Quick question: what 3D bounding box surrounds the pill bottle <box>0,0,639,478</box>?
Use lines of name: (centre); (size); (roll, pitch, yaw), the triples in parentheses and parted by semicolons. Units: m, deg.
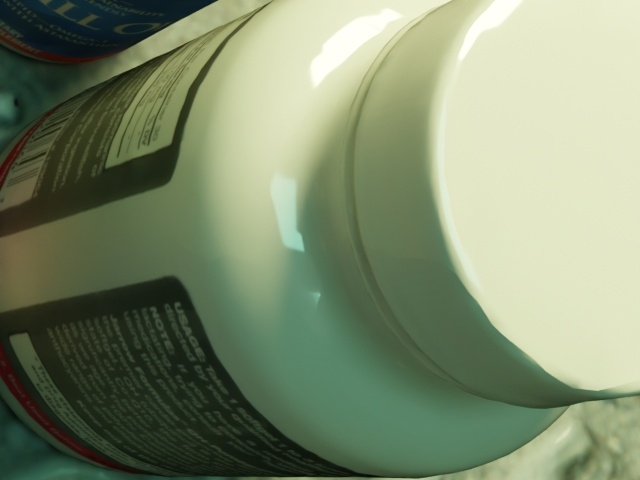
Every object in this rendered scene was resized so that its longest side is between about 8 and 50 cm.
pill bottle: (0.000, 0.000, 0.607); (0.176, 0.318, 0.176); (5, 81, -32)

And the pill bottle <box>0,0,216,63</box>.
pill bottle: (-0.066, -0.152, 0.648); (0.124, 0.221, 0.124); (5, 79, -31)
